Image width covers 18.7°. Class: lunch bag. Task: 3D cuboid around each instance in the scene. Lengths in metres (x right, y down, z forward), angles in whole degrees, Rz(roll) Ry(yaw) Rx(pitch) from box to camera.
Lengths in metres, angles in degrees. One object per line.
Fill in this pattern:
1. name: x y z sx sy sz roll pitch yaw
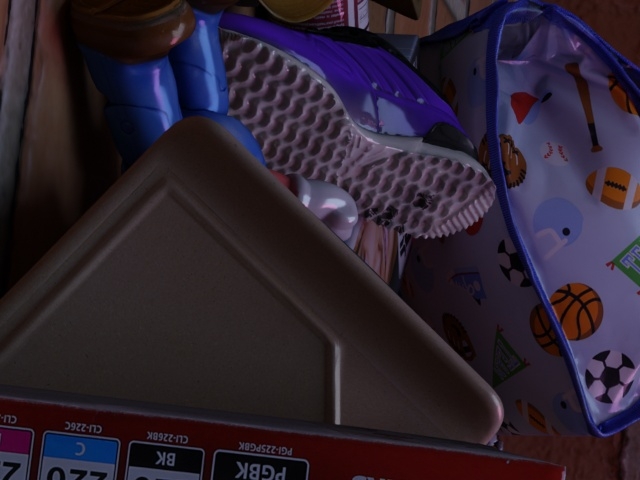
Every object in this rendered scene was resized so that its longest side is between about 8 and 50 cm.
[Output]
1. lunch bag: 0.196 -0.027 1.842 0.385 0.239 0.328 64 -23 -4

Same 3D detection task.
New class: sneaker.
1. sneaker: 0.000 -0.111 1.454 0.293 0.102 0.146 27 36 -38

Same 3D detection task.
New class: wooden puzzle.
1. wooden puzzle: -0.065 0.095 0.939 0.239 0.221 0.044 -46 -176 -8

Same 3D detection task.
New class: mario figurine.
1. mario figurine: -0.046 -0.019 1.219 0.170 0.198 0.320 36 -38 53

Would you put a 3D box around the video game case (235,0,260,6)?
1. video game case: -0.064 -0.302 1.423 0.193 0.023 0.212 49 46 -73

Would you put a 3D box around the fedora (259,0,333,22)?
1. fedora: 0.014 -0.253 1.435 0.194 0.079 0.194 -27 124 -50

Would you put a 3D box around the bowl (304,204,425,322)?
1. bowl: -0.033 0.129 1.082 0.311 0.163 0.311 -26 126 -42

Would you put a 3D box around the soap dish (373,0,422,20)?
1. soap dish: 0.055 -0.361 1.722 0.291 0.118 0.229 61 35 -67

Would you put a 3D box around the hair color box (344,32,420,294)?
1. hair color box: 0.000 0.000 1.605 0.374 0.113 0.185 -69 160 -50

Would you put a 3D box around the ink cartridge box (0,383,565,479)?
1. ink cartridge box: -0.072 0.207 0.838 0.130 0.309 0.272 173 -76 -77

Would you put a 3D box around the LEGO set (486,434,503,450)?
1. LEGO set: 0.074 0.251 1.738 0.331 0.192 0.255 46 34 -69

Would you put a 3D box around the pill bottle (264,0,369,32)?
1. pill bottle: -0.004 -0.199 1.582 0.086 0.086 0.152 -67 158 -56
